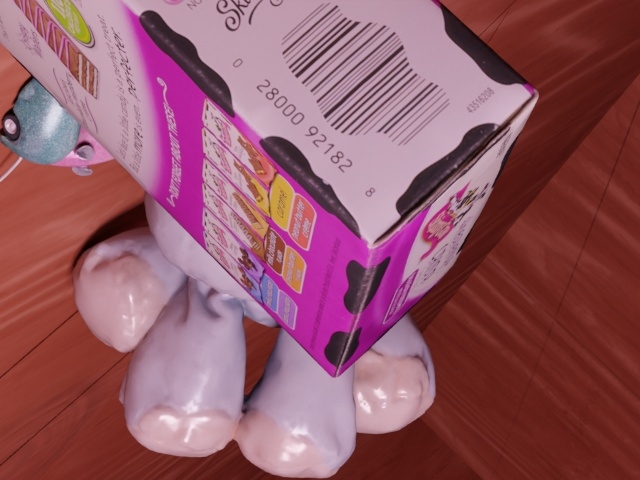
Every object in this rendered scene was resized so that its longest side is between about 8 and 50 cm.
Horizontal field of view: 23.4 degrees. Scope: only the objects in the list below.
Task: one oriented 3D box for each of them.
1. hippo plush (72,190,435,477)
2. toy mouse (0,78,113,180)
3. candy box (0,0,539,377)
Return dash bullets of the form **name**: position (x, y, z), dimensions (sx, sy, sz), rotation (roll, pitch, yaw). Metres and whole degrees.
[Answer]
- **hippo plush**: position (0.000, 0.000, 0.968), dimensions (0.294, 0.234, 0.236), rotation (-39, 168, -28)
- **toy mouse**: position (-0.123, -0.063, 0.808), dimensions (0.143, 0.031, 0.161), rotation (-45, 169, -7)
- **candy box**: position (-0.047, -0.075, 0.507), dimensions (0.071, 0.233, 0.159), rotation (-43, 170, -15)
